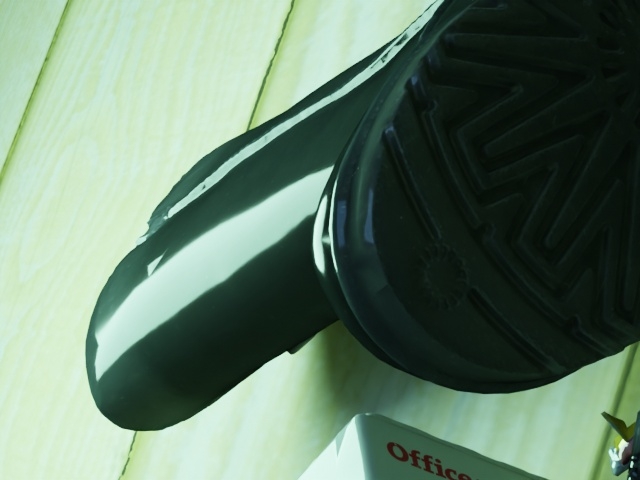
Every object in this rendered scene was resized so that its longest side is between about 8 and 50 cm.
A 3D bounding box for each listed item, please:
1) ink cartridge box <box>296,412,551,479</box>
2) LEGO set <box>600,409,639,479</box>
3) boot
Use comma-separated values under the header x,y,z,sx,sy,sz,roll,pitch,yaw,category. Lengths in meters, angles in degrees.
x,y,z,sx,sy,sz,roll,pitch,yaw,category
0.058,0.176,0.776,0.072,0.127,0.175,-50,30,30,ink cartridge box
0.191,0.131,0.508,0.331,0.192,0.255,-33,41,47,LEGO set
0.001,-0.001,0.898,0.445,0.146,0.367,-26,13,46,boot
